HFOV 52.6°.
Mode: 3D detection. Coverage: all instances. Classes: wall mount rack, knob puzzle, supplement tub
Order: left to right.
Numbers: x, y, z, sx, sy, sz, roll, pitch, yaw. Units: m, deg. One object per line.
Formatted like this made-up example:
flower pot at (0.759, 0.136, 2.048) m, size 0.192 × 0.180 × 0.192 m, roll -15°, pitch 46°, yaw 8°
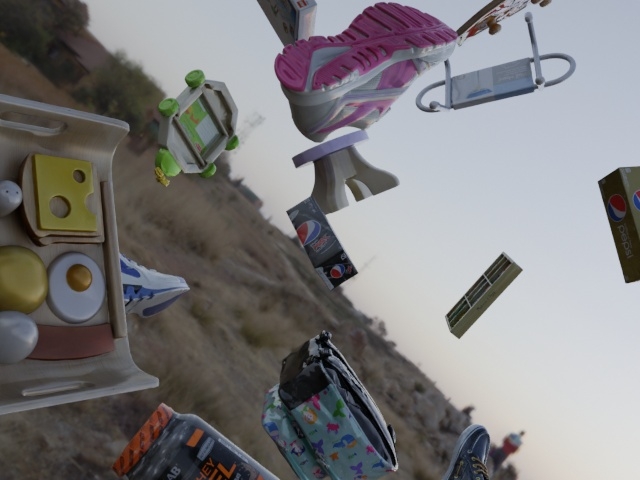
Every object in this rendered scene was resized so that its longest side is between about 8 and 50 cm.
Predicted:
supplement tub at (-0.247, 0.502, 1.335) m, size 0.338 × 0.207 × 0.207 m, roll 38°, pitch -8°, yaw -3°
wall mount rack at (0.354, -0.346, 1.365) m, size 0.304 × 0.349 × 0.130 m, roll -79°, pitch 150°, yaw -43°
knob puzzle at (0.277, -0.326, 0.888) m, size 0.030 × 0.213 × 0.213 m, roll 61°, pitch -9°, yaw -1°

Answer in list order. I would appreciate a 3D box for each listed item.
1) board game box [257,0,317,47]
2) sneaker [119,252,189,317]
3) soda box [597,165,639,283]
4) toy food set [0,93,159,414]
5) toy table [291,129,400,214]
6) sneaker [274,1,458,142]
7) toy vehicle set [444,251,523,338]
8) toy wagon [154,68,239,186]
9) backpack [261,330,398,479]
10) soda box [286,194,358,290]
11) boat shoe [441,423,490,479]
board game box at (-0.104, -0.595, 1.529) m, size 0.305 × 0.053 × 0.193 m, roll 61°, pitch -14°, yaw 16°
sneaker at (-0.442, 0.074, 1.432) m, size 0.182 × 0.127 × 0.315 m, roll 59°, pitch 25°, yaw 15°
soda box at (0.511, -0.026, 1.045) m, size 0.061 × 0.058 × 0.181 m, roll 122°, pitch -39°, yaw -69°
toy food set at (-0.273, 0.010, 0.654) m, size 0.092 × 0.306 × 0.219 m, roll -14°, pitch -10°, yaw 37°
toy table at (0.053, -0.163, 1.568) m, size 0.252 × 0.274 × 0.161 m, roll -20°, pitch -86°, yaw 37°
sneaker at (0.055, -0.200, 0.777) m, size 0.103 × 0.252 × 0.111 m, roll 51°, pitch -25°, yaw 30°
toy vehicle set at (0.467, 0.155, 1.871) m, size 0.035 × 0.267 × 0.166 m, roll 40°, pitch 10°, yaw -2°
toy wagon at (-0.365, -0.299, 1.824) m, size 0.068 × 0.344 × 0.267 m, roll 20°, pitch -28°, yaw 33°
backpack at (0.020, 0.324, 1.146) m, size 0.253 × 0.191 × 0.225 m, roll 49°, pitch 4°, yaw -8°
soda box at (0.000, 0.000, 1.026) m, size 0.060 × 0.053 × 0.169 m, roll 56°, pitch 3°, yaw -38°
boat shoe at (0.262, 0.397, 1.098) m, size 0.065 × 0.183 × 0.083 m, roll 48°, pitch -31°, yaw -18°
